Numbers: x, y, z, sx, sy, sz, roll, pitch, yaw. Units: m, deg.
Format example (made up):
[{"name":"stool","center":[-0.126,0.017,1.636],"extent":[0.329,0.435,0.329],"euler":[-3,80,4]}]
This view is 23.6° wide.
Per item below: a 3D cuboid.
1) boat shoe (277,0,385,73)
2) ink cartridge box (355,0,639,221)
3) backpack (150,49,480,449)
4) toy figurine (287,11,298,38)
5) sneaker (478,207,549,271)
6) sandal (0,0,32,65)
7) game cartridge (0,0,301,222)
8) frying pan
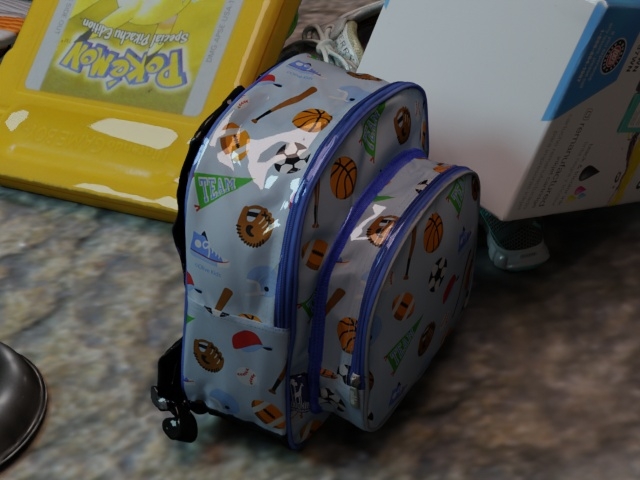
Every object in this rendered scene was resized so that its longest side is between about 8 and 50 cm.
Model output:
[{"name":"boat shoe","center":[0.074,-0.197,1.517],"extent":[0.320,0.103,0.118],"euler":[-16,58,7]},{"name":"ink cartridge box","center":[0.205,-0.158,1.299],"extent":[0.270,0.198,0.197],"euler":[-8,40,-46]},{"name":"backpack","center":[0.000,0.000,1.171],"extent":[0.213,0.263,0.276],"euler":[10,39,23]},{"name":"toy figurine","center":[-0.119,-0.252,1.669],"extent":[0.173,0.130,0.159],"euler":[-19,27,-1]},{"name":"sneaker","center":[0.159,-0.046,1.361],"extent":[0.065,0.076,0.166],"euler":[-16,36,-12]},{"name":"sandal","center":[-0.373,-0.220,1.721],"extent":[0.102,0.076,0.265],"euler":[12,17,3]},{"name":"game cartridge","center":[-0.179,-0.186,1.514],"extent":[0.285,0.053,0.324],"euler":[11,70,26]},{"name":"frying pan","center":[-0.349,0.170,1.198],"extent":[0.197,0.053,0.326],"euler":[9,36,24]}]
